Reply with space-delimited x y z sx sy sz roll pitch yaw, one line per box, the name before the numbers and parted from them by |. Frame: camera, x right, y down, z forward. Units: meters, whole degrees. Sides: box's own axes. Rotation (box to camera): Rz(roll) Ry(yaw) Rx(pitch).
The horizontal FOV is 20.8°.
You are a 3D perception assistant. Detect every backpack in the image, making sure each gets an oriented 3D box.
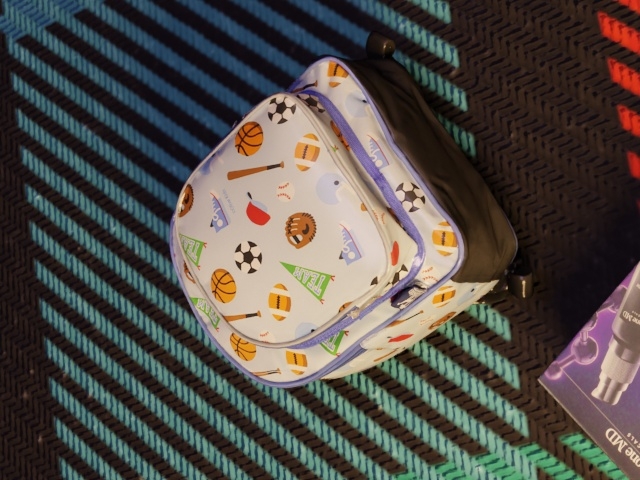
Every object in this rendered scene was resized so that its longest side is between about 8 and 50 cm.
backpack | 0.000 0.000 1.504 0.263 0.213 0.276 -45 64 34

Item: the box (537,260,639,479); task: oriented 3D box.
box | 0.298 0.088 1.337 0.153 0.108 0.207 47 109 29
